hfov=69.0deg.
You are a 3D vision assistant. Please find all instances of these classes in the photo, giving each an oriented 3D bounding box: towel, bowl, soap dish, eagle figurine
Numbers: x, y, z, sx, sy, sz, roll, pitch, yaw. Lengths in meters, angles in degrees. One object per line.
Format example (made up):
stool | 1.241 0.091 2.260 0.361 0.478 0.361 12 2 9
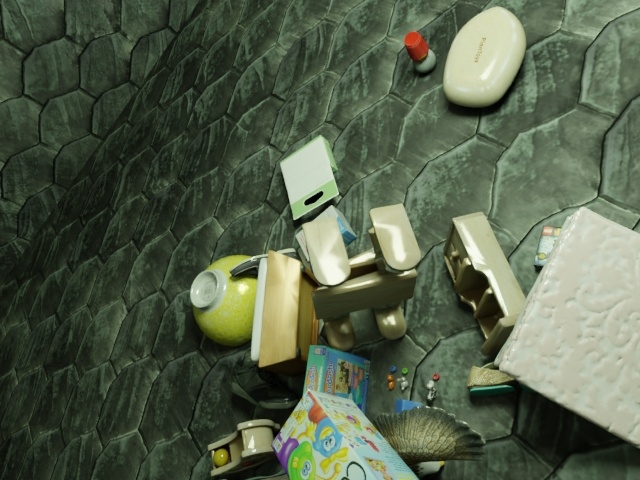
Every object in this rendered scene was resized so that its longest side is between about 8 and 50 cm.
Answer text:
towel | 0.514 0.155 0.812 0.317 0.053 0.332 28 88 3
bowl | -0.299 0.165 1.418 0.289 0.156 0.289 -15 62 30
soap dish | -0.078 0.196 1.213 0.118 0.229 0.291 -4 67 16
eagle figurine | 0.168 0.453 0.922 0.225 0.298 0.226 -28 86 -23

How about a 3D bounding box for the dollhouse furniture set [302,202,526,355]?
dollhouse furniture set | 0.185 0.126 0.977 0.394 0.362 0.256 -12 57 -3

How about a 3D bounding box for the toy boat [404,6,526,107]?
toy boat | 0.379 -0.487 1.245 0.318 0.148 0.267 24 90 32

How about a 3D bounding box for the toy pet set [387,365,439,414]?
toy pet set | 0.194 0.343 1.048 0.122 0.065 0.114 -2 70 35

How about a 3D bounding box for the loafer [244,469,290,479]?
loafer | -0.133 0.611 1.092 0.267 0.084 0.096 -24 99 2

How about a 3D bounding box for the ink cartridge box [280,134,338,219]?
ink cartridge box | -0.027 -0.189 1.444 0.171 0.056 0.235 -29 59 23

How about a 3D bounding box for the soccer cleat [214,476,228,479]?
soccer cleat | -0.307 0.768 1.190 0.143 0.116 0.331 37 100 21

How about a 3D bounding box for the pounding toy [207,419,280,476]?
pounding toy | -0.165 0.544 1.158 0.269 0.154 0.155 -31 55 22

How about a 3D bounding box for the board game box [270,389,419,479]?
board game box | 0.054 0.424 0.838 0.142 0.144 0.275 -57 40 5

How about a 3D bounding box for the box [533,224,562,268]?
box | 0.529 0.023 0.975 0.137 0.027 0.094 9 75 38

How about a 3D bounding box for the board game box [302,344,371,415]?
board game box | 0.040 0.336 1.066 0.047 0.210 0.160 -4 67 34

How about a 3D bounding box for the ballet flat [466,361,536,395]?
ballet flat | 0.397 0.271 0.937 0.206 0.073 0.067 -11 50 28

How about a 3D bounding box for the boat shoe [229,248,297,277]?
boat shoe | -0.160 0.079 1.356 0.206 0.075 0.065 -15 73 -20

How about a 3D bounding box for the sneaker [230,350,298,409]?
sneaker | -0.153 0.371 1.256 0.227 0.087 0.130 9 95 42

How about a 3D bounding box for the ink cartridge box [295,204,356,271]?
ink cartridge box | 0.000 0.000 1.337 0.181 0.061 0.104 -40 52 15
